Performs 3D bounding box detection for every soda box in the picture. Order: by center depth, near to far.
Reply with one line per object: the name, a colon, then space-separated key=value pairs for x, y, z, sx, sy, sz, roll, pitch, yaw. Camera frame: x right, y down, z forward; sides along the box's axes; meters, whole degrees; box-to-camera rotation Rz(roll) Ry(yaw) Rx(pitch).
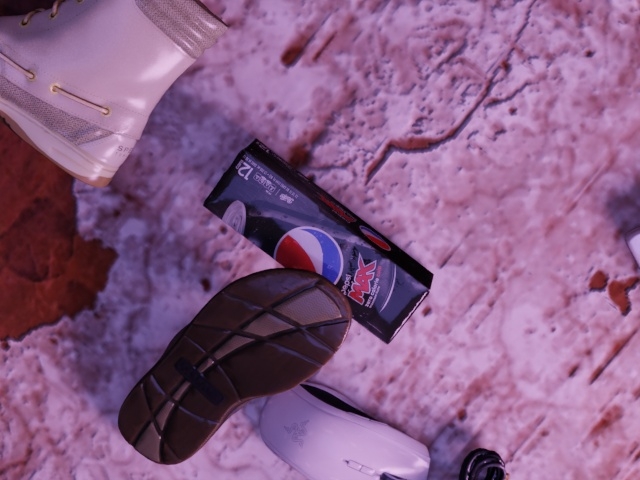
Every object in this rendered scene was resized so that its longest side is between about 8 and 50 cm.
soda box: x=0.000 y=0.000 z=1.310 sx=0.169 sy=0.060 sz=0.053 roll=37 pitch=103 yaw=-1

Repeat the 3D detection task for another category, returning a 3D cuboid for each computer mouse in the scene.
computer mouse: x=0.041 y=0.172 z=1.343 sx=0.193 sy=0.042 sz=0.106 roll=26 pitch=101 yaw=0

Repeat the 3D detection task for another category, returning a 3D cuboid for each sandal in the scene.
sandal: x=-0.062 y=0.088 z=1.324 sx=0.090 sy=0.060 sz=0.219 roll=44 pitch=121 yaw=-2

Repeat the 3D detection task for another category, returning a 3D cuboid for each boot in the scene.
boot: x=-0.191 y=-0.162 z=1.294 sx=0.213 sy=0.077 sz=0.165 roll=39 pitch=101 yaw=-7

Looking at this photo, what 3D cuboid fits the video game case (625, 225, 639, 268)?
video game case: x=0.376 y=0.073 z=1.307 sx=0.204 sy=0.025 sz=0.285 roll=-29 pitch=96 yaw=9
